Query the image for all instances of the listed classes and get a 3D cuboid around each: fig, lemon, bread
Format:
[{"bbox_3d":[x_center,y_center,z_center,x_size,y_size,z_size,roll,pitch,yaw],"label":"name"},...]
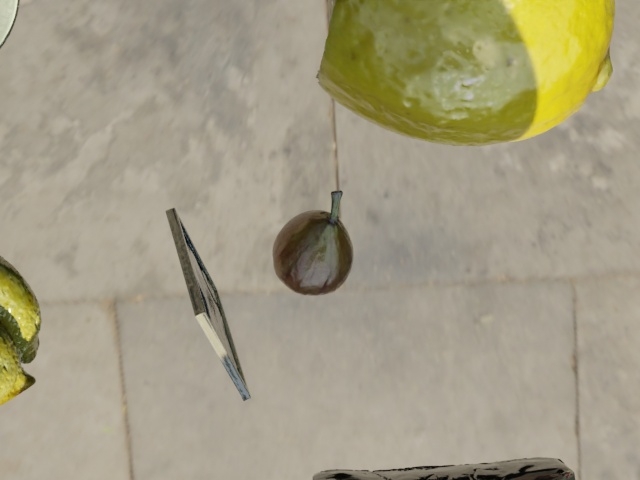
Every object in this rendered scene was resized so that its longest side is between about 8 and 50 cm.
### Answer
[{"bbox_3d":[0.000,0.000,1.702,0.089,0.089,0.125,20,145,-4],"label":"fig"},{"bbox_3d":[0.186,-0.268,1.952,0.364,0.364,0.364,0,105,1],"label":"lemon"},{"bbox_3d":[-0.309,0.057,1.403,0.187,0.149,0.065,39,123,-19],"label":"bread"}]

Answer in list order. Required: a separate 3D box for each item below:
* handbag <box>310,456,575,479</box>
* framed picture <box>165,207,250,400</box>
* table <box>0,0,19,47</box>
[{"bbox_3d":[0.094,0.261,1.292,0.215,0.155,0.169,-3,92,3],"label":"handbag"},{"bbox_3d":[-0.097,0.054,1.424,0.011,0.149,0.109,-23,130,1],"label":"framed picture"},{"bbox_3d":[-0.309,-0.191,1.207,0.126,0.220,0.126,-7,107,-25],"label":"table"}]
